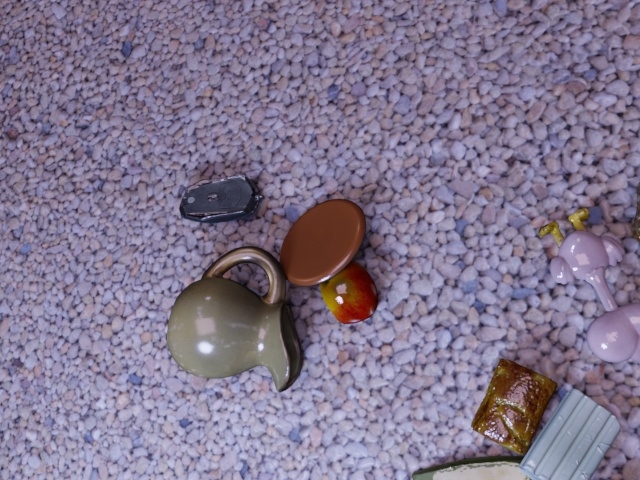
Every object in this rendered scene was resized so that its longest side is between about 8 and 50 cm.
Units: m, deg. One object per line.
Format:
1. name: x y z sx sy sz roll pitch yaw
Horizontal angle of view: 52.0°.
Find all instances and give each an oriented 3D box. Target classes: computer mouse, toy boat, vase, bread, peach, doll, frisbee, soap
1. computer mouse: -0.261 -0.100 1.734 0.231 0.071 0.126 -10 61 6
2. toy boat: 0.336 0.514 1.403 0.293 0.055 0.093 -11 72 16
3. vase: -0.186 0.174 1.562 0.302 0.241 0.329 8 81 11
4. bread: 0.407 0.349 1.390 0.132 0.103 0.172 24 83 20
5. peach: 0.072 0.126 1.542 0.118 0.151 0.151 25 87 35
6. doll: 0.598 0.107 1.385 0.160 0.094 0.365 -24 73 4
7. frisbee: 0.000 0.000 1.585 0.251 0.021 0.250 -23 46 26
8. soap: 0.508 0.417 1.334 0.119 0.066 0.198 36 77 15

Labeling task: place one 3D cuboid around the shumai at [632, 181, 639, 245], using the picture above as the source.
1. shumai: 0.729 -0.088 1.371 0.218 0.184 0.185 -46 33 17
